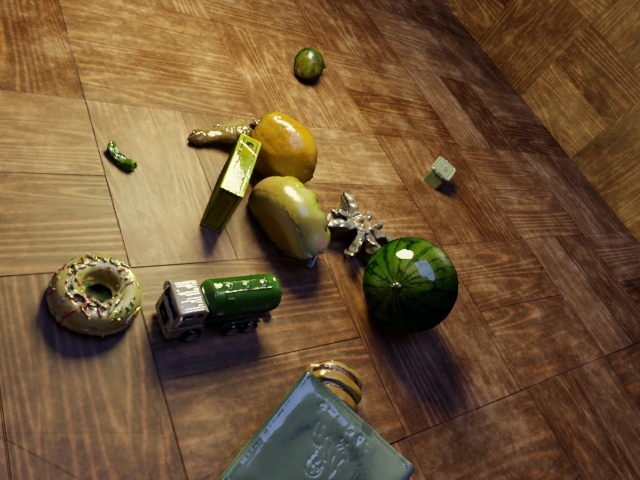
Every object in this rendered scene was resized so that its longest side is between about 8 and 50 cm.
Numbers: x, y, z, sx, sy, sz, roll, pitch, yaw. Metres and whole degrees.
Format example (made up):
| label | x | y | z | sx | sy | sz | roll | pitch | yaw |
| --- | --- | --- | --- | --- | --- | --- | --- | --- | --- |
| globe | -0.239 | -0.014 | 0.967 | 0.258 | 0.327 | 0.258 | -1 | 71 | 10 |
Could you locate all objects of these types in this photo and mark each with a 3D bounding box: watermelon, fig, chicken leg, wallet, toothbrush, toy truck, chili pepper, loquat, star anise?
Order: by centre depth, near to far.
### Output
| label | x | y | z | sx | sy | sz | roll | pitch | yaw |
| --- | --- | --- | --- | --- | --- | --- | --- | --- | --- |
| wallet | 0.004 | 0.419 | 0.915 | 0.290 | 0.054 | 0.251 | 44 | 62 | -1 |
| toy truck | -0.199 | 0.126 | 1.041 | 0.243 | 0.125 | 0.101 | -4 | 58 | -37 |
| chili pepper | -0.469 | -0.195 | 1.203 | 0.091 | 0.034 | 0.030 | 41 | 8 | 3 |
| watermelon | 0.226 | 0.110 | 1.287 | 0.243 | 0.242 | 0.242 | 20 | 45 | -21 |
| toothbrush | 0.000 | 0.000 | 1.338 | 0.017 | 0.014 | 0.162 | 25 | 68 | -5 |
| loquat | -0.105 | -0.251 | 1.396 | 0.234 | 0.187 | 0.176 | 48 | 52 | -3 |
| chicken leg | -0.269 | -0.292 | 1.407 | 0.198 | 0.069 | 0.084 | -14 | 62 | -36 |
| star anise | 0.103 | -0.028 | 1.426 | 0.229 | 0.093 | 0.236 | 2 | 58 | -34 |
| fig | -0.031 | -0.638 | 1.868 | 0.117 | 0.117 | 0.177 | 43 | 25 | 4 |

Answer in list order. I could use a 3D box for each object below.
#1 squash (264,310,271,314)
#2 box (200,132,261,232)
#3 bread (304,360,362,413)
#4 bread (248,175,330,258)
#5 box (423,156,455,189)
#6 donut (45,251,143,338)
| label | x | y | z | sx | sy | sz | roll | pitch | yaw |
| --- | --- | --- | --- | --- | --- | --- | --- | --- | --- |
| squash | -0.138 | 0.126 | 1.160 | 0.028 | 0.027 | 0.083 | -20 | 69 | -45 |
| box | -0.217 | -0.144 | 1.255 | 0.064 | 0.141 | 0.219 | 26 | 43 | -14 |
| bread | 0.012 | 0.343 | 1.036 | 0.134 | 0.081 | 0.225 | 32 | 45 | -8 |
| bread | -0.062 | -0.072 | 1.274 | 0.158 | 0.156 | 0.260 | -27 | 74 | -31 |
| box | 0.435 | -0.245 | 1.884 | 0.084 | 0.069 | 0.122 | 44 | 41 | 2 |
| donut | -0.414 | 0.095 | 0.953 | 0.175 | 0.068 | 0.174 | 21 | 44 | -22 |
